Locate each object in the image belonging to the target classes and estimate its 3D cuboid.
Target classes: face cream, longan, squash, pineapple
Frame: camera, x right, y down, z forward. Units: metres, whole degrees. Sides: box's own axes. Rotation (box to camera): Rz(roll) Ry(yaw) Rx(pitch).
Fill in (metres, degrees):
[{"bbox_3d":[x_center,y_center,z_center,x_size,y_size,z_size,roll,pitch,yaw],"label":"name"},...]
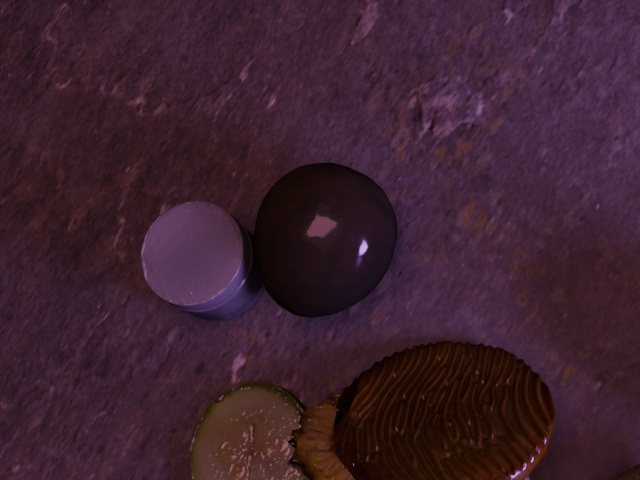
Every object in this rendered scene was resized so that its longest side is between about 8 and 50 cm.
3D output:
[{"bbox_3d":[-0.188,0.037,1.435,0.178,0.153,0.177,-3,75,13],"label":"face cream"},{"bbox_3d":[0.000,0.000,1.367,0.248,0.248,0.248,-4,73,14],"label":"longan"},{"bbox_3d":[-0.108,0.336,1.384,0.219,0.041,0.219,-4,72,13],"label":"squash"},{"bbox_3d":[0.056,0.317,1.298,0.225,0.076,0.224,-3,43,2],"label":"pineapple"}]

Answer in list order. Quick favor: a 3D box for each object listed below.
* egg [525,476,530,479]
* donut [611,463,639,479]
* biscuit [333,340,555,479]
[{"bbox_3d":[0.204,0.396,1.216,0.168,0.168,0.230,35,87,21],"label":"egg"},{"bbox_3d":[0.459,0.400,1.113,0.272,0.107,0.271,-30,45,35],"label":"donut"},{"bbox_3d":[0.173,0.251,1.238,0.318,0.040,0.317,-10,33,6],"label":"biscuit"}]
